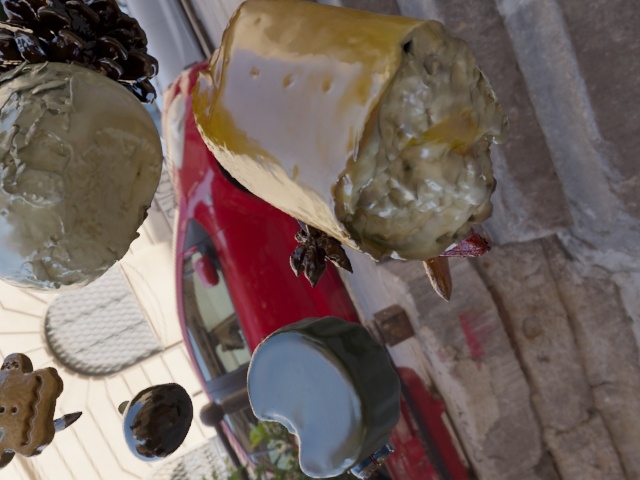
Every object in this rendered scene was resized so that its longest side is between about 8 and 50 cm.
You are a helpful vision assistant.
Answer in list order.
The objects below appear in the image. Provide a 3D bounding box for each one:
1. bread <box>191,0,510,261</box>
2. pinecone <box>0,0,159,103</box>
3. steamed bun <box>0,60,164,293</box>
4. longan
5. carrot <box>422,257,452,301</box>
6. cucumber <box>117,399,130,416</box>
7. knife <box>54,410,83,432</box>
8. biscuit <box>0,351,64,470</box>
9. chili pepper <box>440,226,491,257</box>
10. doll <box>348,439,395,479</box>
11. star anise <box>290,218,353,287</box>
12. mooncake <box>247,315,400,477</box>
[{"bbox_3d":[0.020,-0.133,0.780,0.394,0.250,0.361,25,175,35],"label":"bread"},{"bbox_3d":[-0.587,-0.379,1.286,0.398,0.397,0.398,155,90,-86],"label":"pinecone"},{"bbox_3d":[-0.420,-0.104,0.830,0.233,0.311,0.334,45,-128,-57],"label":"steamed bun"},{"bbox_3d":[-0.441,0.485,1.540,0.198,0.213,0.198,23,180,0],"label":"longan"},{"bbox_3d":[0.294,0.076,1.408,0.205,0.072,0.072,-97,-10,-47],"label":"carrot"},{"bbox_3d":[-0.669,0.610,2.015,0.064,0.064,0.112,-120,13,-45],"label":"cucumber"},{"bbox_3d":[-0.721,0.463,1.366,0.043,0.365,0.089,63,-162,-19],"label":"knife"},{"bbox_3d":[-0.526,0.271,0.913,0.035,0.248,0.184,48,-137,-63],"label":"biscuit"},{"bbox_3d":[0.222,-0.015,1.349,0.387,0.110,0.110,7,132,39],"label":"chili pepper"},{"bbox_3d":[0.140,0.618,1.624,0.085,0.152,0.114,56,-177,31],"label":"doll"},{"bbox_3d":[-0.001,0.006,1.288,0.212,0.196,0.111,26,-174,25],"label":"star anise"},{"bbox_3d":[0.009,0.333,1.283,0.187,0.351,0.351,-11,-109,-50],"label":"mooncake"}]
